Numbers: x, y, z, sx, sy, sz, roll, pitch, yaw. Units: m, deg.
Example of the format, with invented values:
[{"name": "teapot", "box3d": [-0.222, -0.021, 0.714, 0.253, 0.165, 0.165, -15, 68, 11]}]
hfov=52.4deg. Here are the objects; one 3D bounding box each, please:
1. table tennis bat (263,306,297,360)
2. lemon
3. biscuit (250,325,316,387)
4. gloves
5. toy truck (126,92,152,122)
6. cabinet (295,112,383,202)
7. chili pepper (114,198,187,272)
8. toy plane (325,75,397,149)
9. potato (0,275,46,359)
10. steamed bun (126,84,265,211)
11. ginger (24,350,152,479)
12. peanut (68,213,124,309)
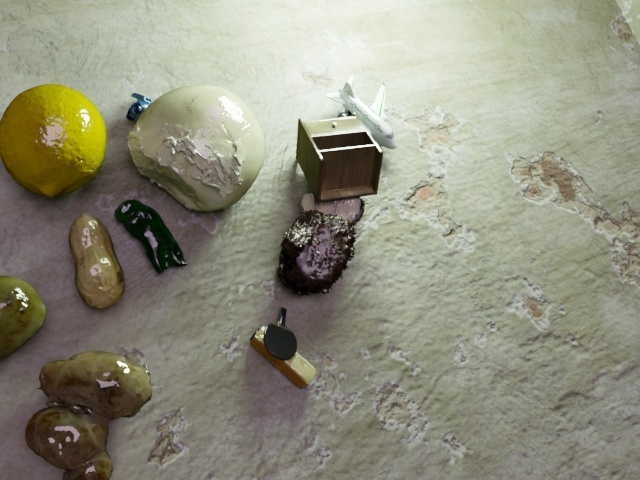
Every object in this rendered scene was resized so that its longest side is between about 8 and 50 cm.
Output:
[{"name": "table tennis bat", "box3d": [-0.100, 0.235, 1.648, 0.095, 0.014, 0.158, 25, 39, -21]}, {"name": "lemon", "box3d": [-0.637, -0.239, 1.555, 0.268, 0.267, 0.267, 6, 69, -16]}, {"name": "biscuit", "box3d": [-0.094, 0.292, 1.649, 0.188, 0.052, 0.056, 43, 47, 0]}, {"name": "gloves", "box3d": [-0.005, 0.001, 1.738, 0.211, 0.135, 0.312, 20, 66, -15]}, {"name": "toy truck", "box3d": [-0.486, -0.362, 1.751, 0.056, 0.073, 0.090, 24, 48, -46]}, {"name": "cabinet", "box3d": [0.046, -0.235, 1.782, 0.175, 0.148, 0.215, -8, 42, -16]}, {"name": "chili pepper", "box3d": [-0.425, -0.012, 1.645, 0.224, 0.061, 0.098, 48, 57, 5]}, {"name": "toy plane", "box3d": [0.135, -0.367, 1.944, 0.251, 0.101, 0.255, -41, 91, -27]}, {"name": "potato", "box3d": [-0.757, 0.175, 1.401, 0.308, 0.173, 0.210, -13, 73, -19]}, {"name": "steamed bun", "box3d": [-0.298, -0.261, 1.672, 0.334, 0.233, 0.311, 32, 65, -15]}, {"name": "ginger", "box3d": [-0.520, 0.389, 1.425, 0.245, 0.155, 0.303, 24, 73, -17]}, {"name": "peanut", "box3d": [-0.537, 0.047, 1.551, 0.110, 0.120, 0.236, -19, 81, 16]}]
